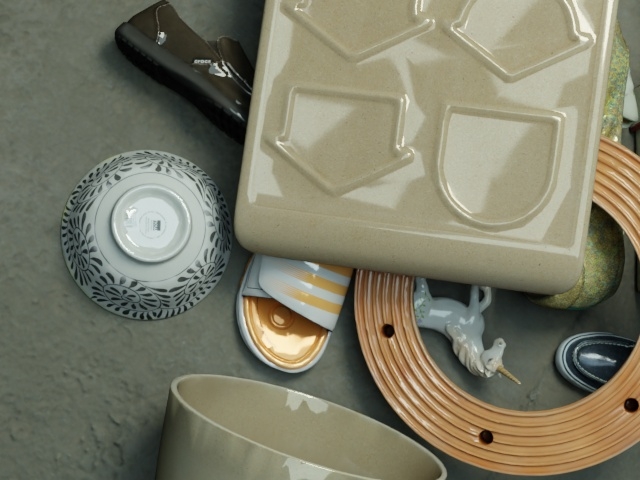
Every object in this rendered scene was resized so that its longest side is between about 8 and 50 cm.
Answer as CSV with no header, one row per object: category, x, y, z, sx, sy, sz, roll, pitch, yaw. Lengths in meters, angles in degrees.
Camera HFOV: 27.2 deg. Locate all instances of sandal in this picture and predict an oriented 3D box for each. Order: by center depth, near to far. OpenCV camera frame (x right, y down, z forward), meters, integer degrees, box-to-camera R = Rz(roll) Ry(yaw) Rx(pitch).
sandal,-0.010,-0.004,1.297,0.102,0.076,0.265,17,80,-7

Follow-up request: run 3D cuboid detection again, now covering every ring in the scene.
ring,0.198,0.054,1.263,0.337,0.032,0.336,-1,86,15

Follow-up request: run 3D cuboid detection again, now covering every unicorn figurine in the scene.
unicorn figurine,0.135,0.072,1.328,0.162,0.060,0.111,16,80,9

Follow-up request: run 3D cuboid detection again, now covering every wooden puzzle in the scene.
wooden puzzle,0.100,-0.140,1.235,0.322,0.080,0.347,8,93,7

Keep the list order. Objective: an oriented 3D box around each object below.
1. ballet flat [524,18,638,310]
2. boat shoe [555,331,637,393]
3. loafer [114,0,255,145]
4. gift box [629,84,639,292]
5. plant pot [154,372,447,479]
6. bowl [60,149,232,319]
ballet flat,0.271,-0.099,1.350,0.123,0.123,0.348,8,82,-9
boat shoe,0.335,0.132,1.336,0.183,0.083,0.065,15,80,-8
loafer,-0.096,-0.163,1.301,0.220,0.080,0.078,36,78,-3
gift box,0.469,-0.082,1.298,0.255,0.276,0.258,3,80,-15
plant pot,-0.050,0.292,1.183,0.257,0.256,0.274,17,95,-7
bowl,-0.164,-0.012,1.270,0.170,0.080,0.170,2,81,-10
